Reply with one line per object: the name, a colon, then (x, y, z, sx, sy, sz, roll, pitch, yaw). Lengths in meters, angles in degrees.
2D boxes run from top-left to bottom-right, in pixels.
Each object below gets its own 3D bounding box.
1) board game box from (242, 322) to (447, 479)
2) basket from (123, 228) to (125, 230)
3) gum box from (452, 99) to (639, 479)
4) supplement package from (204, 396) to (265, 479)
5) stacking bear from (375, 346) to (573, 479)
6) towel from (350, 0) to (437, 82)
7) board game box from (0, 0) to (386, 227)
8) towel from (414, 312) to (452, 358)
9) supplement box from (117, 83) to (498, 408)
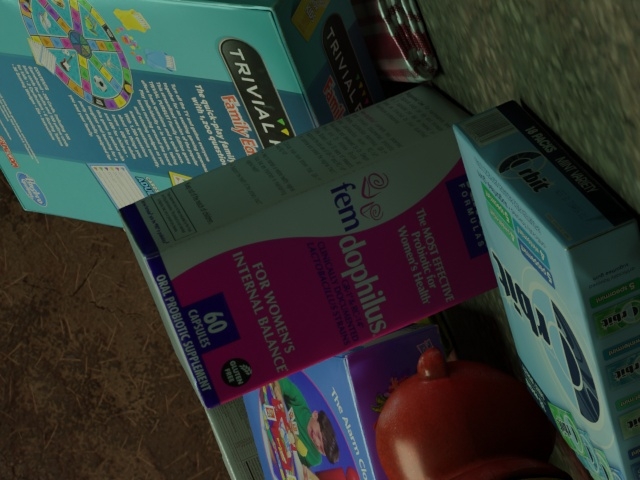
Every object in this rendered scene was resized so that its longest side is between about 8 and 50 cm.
board game box: (0.047, 0.235, 1.387, 0.233, 0.078, 0.347, 1, 106, 67)
basket: (-0.097, -0.137, 1.544, 0.299, 0.223, 0.213, 43, 144, -19)
gum box: (0.134, 0.039, 0.962, 0.157, 0.041, 0.184, -123, 12, -59)
supplement package: (0.004, 0.226, 1.940, 0.194, 0.203, 0.149, 82, 164, -67)
stacking bear: (0.122, 0.205, 1.158, 0.175, 0.164, 0.289, 78, 172, -57)
towel: (0.019, -0.193, 1.196, 0.144, 0.029, 0.197, -149, 37, -81)
board game box: (-0.116, -0.110, 1.307, 0.336, 0.079, 0.254, 10, 142, 31)
towel: (0.084, 0.076, 1.618, 0.102, 0.021, 0.237, 61, 171, 13)
supplement box: (0.000, 0.000, 1.148, 0.114, 0.220, 0.111, -132, 20, -68)
